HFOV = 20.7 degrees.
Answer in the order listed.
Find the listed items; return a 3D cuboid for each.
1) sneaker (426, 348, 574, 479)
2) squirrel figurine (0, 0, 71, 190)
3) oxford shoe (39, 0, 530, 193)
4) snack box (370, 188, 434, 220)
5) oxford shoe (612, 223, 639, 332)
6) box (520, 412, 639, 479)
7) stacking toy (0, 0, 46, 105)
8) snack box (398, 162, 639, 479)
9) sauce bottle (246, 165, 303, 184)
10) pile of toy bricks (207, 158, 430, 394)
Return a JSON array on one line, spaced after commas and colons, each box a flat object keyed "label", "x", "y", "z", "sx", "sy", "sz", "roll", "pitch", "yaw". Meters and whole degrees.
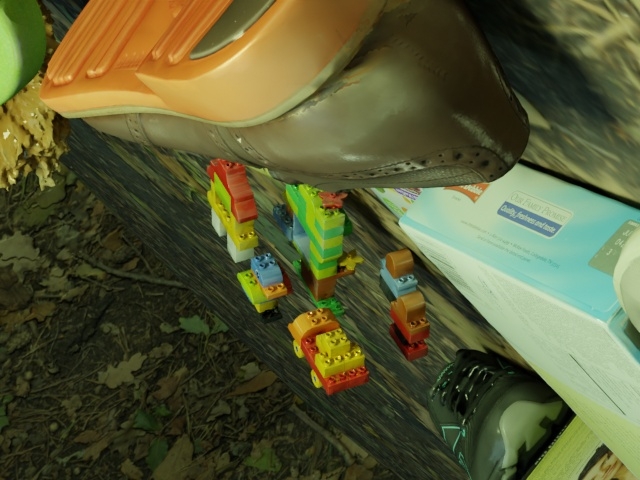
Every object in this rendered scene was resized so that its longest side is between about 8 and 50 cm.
[{"label": "sneaker", "x": 0.125, "y": 0.138, "z": 1.333, "sx": 0.106, "sy": 0.101, "sz": 0.267, "roll": 43, "pitch": 173, "yaw": 9}, {"label": "squirrel figurine", "x": -0.327, "y": -0.207, "z": 1.284, "sx": 0.397, "sy": 0.281, "sz": 0.370, "roll": 30, "pitch": 171, "yaw": -36}, {"label": "oxford shoe", "x": -0.031, "y": -0.076, "z": 0.797, "sx": 0.133, "sy": 0.130, "sz": 0.363, "roll": 36, "pitch": 177, "yaw": -22}, {"label": "snack box", "x": 0.069, "y": -0.019, "z": 0.934, "sx": 0.141, "sy": 0.037, "sz": 0.100, "roll": 45, "pitch": 173, "yaw": -29}, {"label": "oxford shoe", "x": 0.242, "y": 0.122, "z": 0.513, "sx": 0.449, "sy": 0.130, "sz": 0.169, "roll": 38, "pitch": 174, "yaw": 39}, {"label": "box", "x": 0.194, "y": 0.153, "z": 1.116, "sx": 0.058, "sy": 0.087, "sz": 0.232, "roll": 40, "pitch": 172, "yaw": -3}, {"label": "stacking toy", "x": -0.280, "y": -0.172, "z": 0.948, "sx": 0.279, "sy": 0.130, "sz": 0.309, "roll": 35, "pitch": 140, "yaw": -5}, {"label": "snack box", "x": 0.192, "y": 0.093, "z": 0.858, "sx": 0.322, "sy": 0.060, "sz": 0.187, "roll": 46, "pitch": 172, "yaw": -28}, {"label": "sauce bottle", "x": -0.023, "y": -0.060, "z": 1.169, "sx": 0.042, "sy": 0.042, "sz": 0.128, "roll": 45, "pitch": 170, "yaw": -25}, {"label": "pile of toy bricks", "x": 0.000, "y": 0.000, "z": 1.255, "sx": 0.105, "sy": 0.118, "sz": 0.212, "roll": 92, "pitch": 153, "yaw": -44}]
